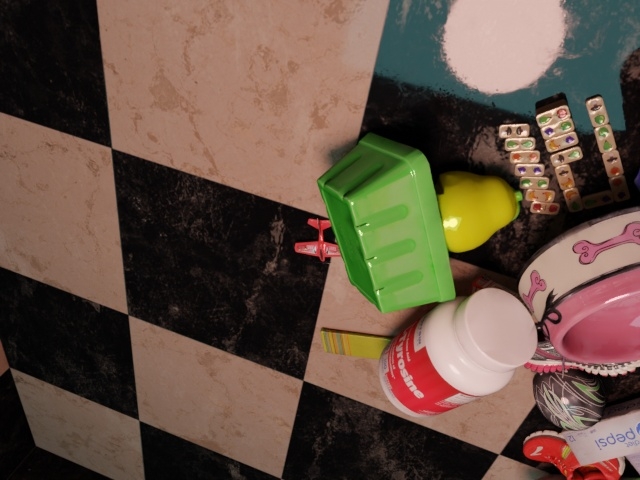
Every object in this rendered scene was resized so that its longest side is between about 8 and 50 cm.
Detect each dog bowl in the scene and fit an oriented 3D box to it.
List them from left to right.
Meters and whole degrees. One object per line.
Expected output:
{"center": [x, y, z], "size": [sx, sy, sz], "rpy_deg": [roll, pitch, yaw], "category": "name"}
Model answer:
{"center": [0.613, 0.109, 1.003], "size": [0.407, 0.151, 0.408], "rpy_deg": [-2, 143, -1], "category": "dog bowl"}

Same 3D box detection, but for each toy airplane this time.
{"center": [0.000, 0.000, 1.348], "size": [0.151, 0.028, 0.151], "rpy_deg": [9, 126, 13], "category": "toy airplane"}

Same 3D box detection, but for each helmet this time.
{"center": [0.622, 0.390, 1.286], "size": [0.169, 0.161, 0.170], "rpy_deg": [5, 97, 47], "category": "helmet"}

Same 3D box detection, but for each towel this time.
{"center": [0.119, 0.312, 1.529], "size": [0.237, 0.021, 0.102], "rpy_deg": [4, 130, 18], "category": "towel"}

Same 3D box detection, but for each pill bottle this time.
{"center": [0.316, 0.273, 1.226], "size": [0.228, 0.229, 0.408], "rpy_deg": [30, 145, -1], "category": "pill bottle"}

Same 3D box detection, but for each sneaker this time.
{"center": [0.692, 0.615, 1.434], "size": [0.279, 0.118, 0.107], "rpy_deg": [-15, 119, 48], "category": "sneaker"}
{"center": [0.622, 0.248, 1.221], "size": [0.299, 0.121, 0.112], "rpy_deg": [-11, 115, 29], "category": "sneaker"}

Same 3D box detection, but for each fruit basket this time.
{"center": [0.224, -0.057, 1.123], "size": [0.391, 0.283, 0.393], "rpy_deg": [-9, 114, -22], "category": "fruit basket"}

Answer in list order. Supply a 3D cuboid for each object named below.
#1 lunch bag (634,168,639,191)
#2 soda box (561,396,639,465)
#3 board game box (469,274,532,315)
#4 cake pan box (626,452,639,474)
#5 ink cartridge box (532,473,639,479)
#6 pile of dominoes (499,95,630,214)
{"center": [0.676, -0.150, 0.870], "size": [0.243, 0.115, 0.303], "rpy_deg": [-13, 142, 25], "category": "lunch bag"}
{"center": [0.767, 0.469, 1.280], "size": [0.286, 0.091, 0.098], "rpy_deg": [-37, 77, 35], "category": "soda box"}
{"center": [0.436, 0.200, 1.268], "size": [0.146, 0.045, 0.194], "rpy_deg": [30, 135, 38], "category": "board game box"}
{"center": [0.928, 0.535, 1.337], "size": [0.266, 0.070, 0.246], "rpy_deg": [-33, 105, 35], "category": "cake pan box"}
{"center": [0.732, 0.733, 1.428], "size": [0.198, 0.115, 0.272], "rpy_deg": [7, 158, -39], "category": "ink cartridge box"}
{"center": [0.494, -0.155, 1.038], "size": [0.195, 0.040, 0.251], "rpy_deg": [-17, 115, 30], "category": "pile of dominoes"}
